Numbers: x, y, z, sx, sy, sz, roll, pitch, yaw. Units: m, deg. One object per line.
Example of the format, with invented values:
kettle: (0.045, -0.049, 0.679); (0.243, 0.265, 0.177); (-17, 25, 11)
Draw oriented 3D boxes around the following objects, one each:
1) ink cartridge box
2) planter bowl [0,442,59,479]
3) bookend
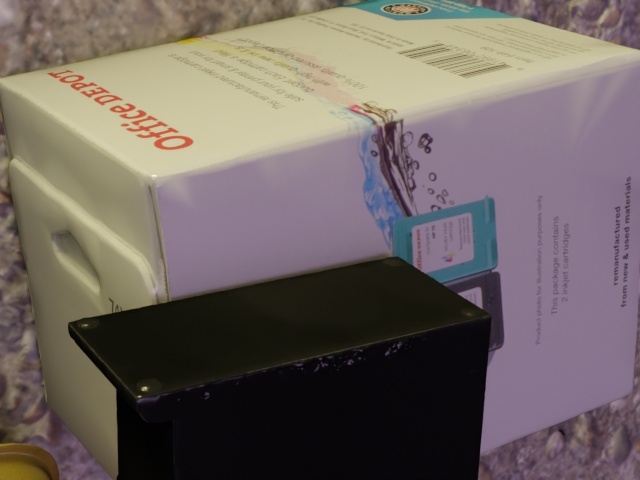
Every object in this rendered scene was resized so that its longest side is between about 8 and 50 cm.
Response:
ink cartridge box: (0.000, 0.000, 0.706); (0.270, 0.198, 0.197); (-16, 116, -27)
planter bowl: (-0.192, 0.206, 0.656); (0.217, 0.090, 0.217); (-37, 158, -18)
bookend: (-0.016, 0.102, 0.566); (0.156, 0.072, 0.157); (-11, 115, -28)
